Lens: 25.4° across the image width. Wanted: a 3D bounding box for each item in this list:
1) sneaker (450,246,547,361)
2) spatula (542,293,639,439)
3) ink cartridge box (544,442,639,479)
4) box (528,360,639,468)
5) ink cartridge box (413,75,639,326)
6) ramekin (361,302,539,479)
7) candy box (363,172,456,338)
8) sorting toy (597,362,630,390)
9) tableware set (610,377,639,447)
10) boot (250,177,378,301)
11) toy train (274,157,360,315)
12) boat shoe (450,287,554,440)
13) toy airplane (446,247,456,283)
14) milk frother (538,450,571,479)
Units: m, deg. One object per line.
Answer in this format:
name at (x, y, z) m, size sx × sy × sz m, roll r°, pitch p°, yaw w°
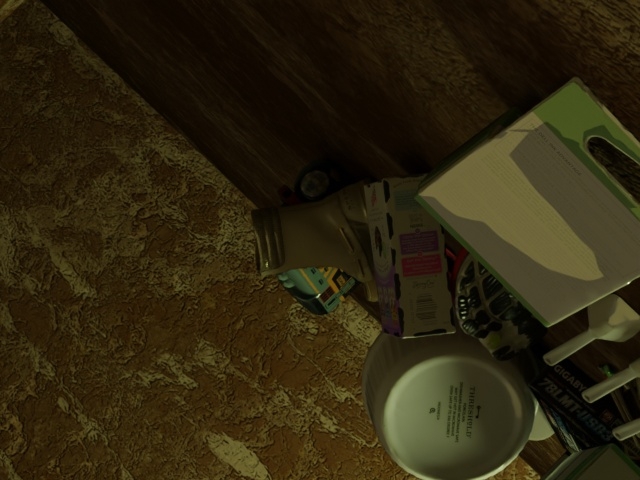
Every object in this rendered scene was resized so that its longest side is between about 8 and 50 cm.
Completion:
sneaker at (0.203, 0.062, 1.800) m, size 0.118 × 0.107 × 0.279 m, roll 55°, pitch 177°, yaw 31°
spatula at (0.333, 0.148, 1.574) m, size 0.168 × 0.019 × 0.242 m, roll 46°, pitch 161°, yaw 4°
ink cartridge box at (0.402, 0.392, 1.925) m, size 0.211 × 0.121 × 0.289 m, roll 45°, pitch 173°, yaw 7°
box at (0.450, 0.325, 2.055) m, size 0.293 × 0.073 × 0.295 m, roll 43°, pitch 173°, yaw 33°
ink cartridge box at (0.203, -0.036, 1.153) m, size 0.171 × 0.056 × 0.235 m, roll 45°, pitch 143°, yaw -5°
ramekin at (0.194, 0.237, 2.100) m, size 0.273 × 0.273 × 0.127 m, roll 46°, pitch -164°, yaw -12°
candy box at (0.109, 0.018, 1.768) m, size 0.165 × 0.070 × 0.196 m, roll 177°, pitch 86°, yaw -84°
sorting toy at (0.378, 0.181, 1.821) m, size 0.083 × 0.012 × 0.062 m, roll 47°, pitch 174°, yaw -26°
tableware set at (0.412, 0.249, 1.713) m, size 0.194 × 0.039 × 0.128 m, roll 64°, pitch -166°, yaw 7°
boot at (0.003, 0.022, 2.161) m, size 0.262 × 0.203 × 0.095 m, roll 77°, pitch 178°, yaw -54°
toy train at (0.000, 0.000, 2.334) m, size 0.142 × 0.190 × 0.334 m, roll 42°, pitch 174°, yaw 23°
boat shoe at (0.247, 0.161, 2.227) m, size 0.340 × 0.127 × 0.158 m, roll 47°, pitch -171°, yaw -13°
toy airplane at (0.160, 0.013, 2.097) m, size 0.151 × 0.028 × 0.151 m, roll 42°, pitch 174°, yaw 5°
milk frother at (0.456, 0.416, 2.370) m, size 0.129 × 0.135 × 0.143 m, roll 48°, pitch 174°, yaw -38°
